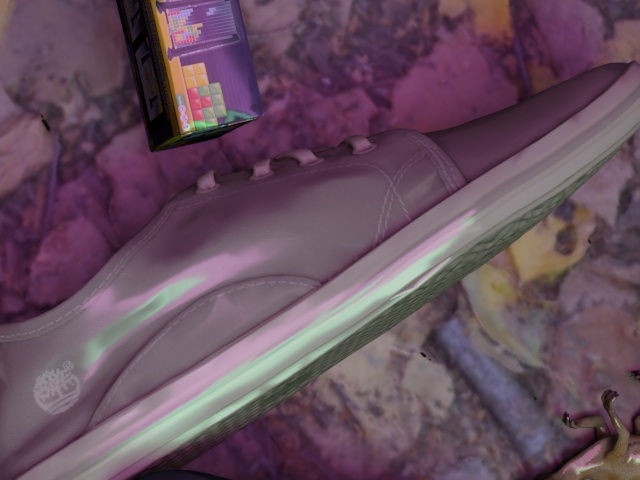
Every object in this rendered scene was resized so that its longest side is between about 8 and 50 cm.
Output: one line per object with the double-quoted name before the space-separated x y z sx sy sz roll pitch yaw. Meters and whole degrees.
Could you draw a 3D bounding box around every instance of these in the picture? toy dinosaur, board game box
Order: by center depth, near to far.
"board game box" -0.083 -0.139 0.713 0.048 0.141 0.170 -14 94 -14
"toy dinosaur" 0.219 0.137 0.848 0.183 0.053 0.092 2 105 -8

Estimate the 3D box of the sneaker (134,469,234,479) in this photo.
"sneaker" 0.025 0.193 0.710 0.319 0.131 0.112 35 123 -18

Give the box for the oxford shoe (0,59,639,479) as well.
"oxford shoe" 0.000 0.000 0.734 0.449 0.169 0.130 -31 78 -12
